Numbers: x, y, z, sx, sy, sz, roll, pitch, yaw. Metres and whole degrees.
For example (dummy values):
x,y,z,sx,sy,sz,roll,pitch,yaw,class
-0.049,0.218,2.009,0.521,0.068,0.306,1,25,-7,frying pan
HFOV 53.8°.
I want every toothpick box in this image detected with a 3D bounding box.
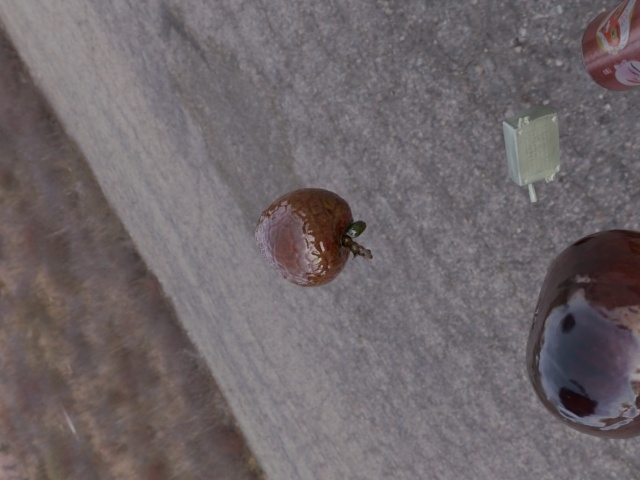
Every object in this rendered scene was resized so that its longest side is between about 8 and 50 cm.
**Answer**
x,y,z,sx,sy,sz,roll,pitch,yaw,class
0.740,-0.454,1.368,0.333,0.204,0.204,-137,23,-85,toothpick box

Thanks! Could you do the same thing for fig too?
x,y,z,sx,sy,sz,roll,pitch,yaw,class
0.333,0.108,0.698,0.214,0.235,0.235,40,153,10,fig

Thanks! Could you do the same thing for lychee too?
x,y,z,sx,sy,sz,roll,pitch,yaw,class
-0.005,0.002,0.648,0.140,0.114,0.101,30,118,21,lychee

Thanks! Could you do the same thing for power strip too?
x,y,z,sx,sy,sz,roll,pitch,yaw,class
0.335,-0.130,0.996,0.042,0.075,0.175,-118,8,-54,power strip
